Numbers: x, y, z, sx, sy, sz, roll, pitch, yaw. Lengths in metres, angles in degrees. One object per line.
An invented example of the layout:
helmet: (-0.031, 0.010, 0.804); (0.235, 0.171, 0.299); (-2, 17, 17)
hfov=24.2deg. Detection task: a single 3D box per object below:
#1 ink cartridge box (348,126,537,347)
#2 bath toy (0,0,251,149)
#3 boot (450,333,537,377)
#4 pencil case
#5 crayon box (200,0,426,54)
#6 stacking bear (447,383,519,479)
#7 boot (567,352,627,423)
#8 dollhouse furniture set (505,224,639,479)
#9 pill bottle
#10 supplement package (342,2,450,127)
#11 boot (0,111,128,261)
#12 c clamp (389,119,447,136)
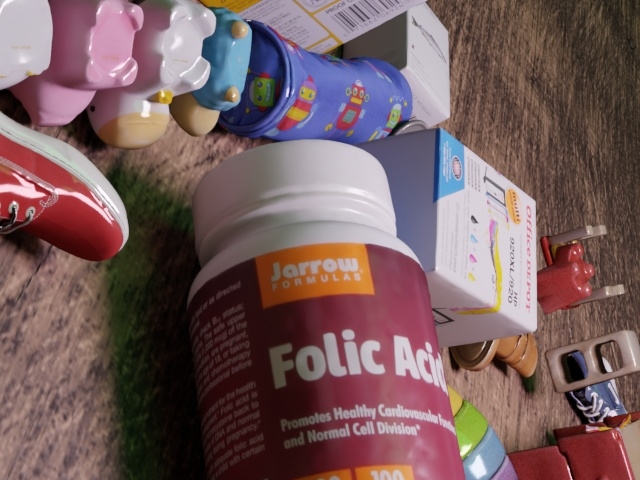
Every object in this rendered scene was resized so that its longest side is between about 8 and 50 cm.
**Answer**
ink cartridge box: (0.120, 0.005, 1.681); (0.233, 0.168, 0.171); (31, 56, -50)
bath toy: (-0.212, -0.161, 1.294); (0.348, 0.129, 0.151); (3, 102, -56)
boot: (0.234, 0.131, 1.936); (0.152, 0.073, 0.197); (56, 32, -32)
pencil case: (-0.016, -0.165, 1.666); (0.306, 0.133, 0.119); (5, 107, -60)
crayon box: (-0.052, -0.332, 1.637); (0.323, 0.203, 0.083); (35, 39, -46)
stacking bear: (0.087, 0.200, 1.514); (0.289, 0.175, 0.164); (53, 1, -3)
boot: (0.401, 0.249, 2.160); (0.086, 0.069, 0.190); (14, 48, -49)
dollhouse furniture set: (0.320, 0.176, 1.927); (0.201, 0.152, 0.374); (-1, 74, -62)
pill bottle: (-0.001, 0.123, 1.328); (0.224, 0.224, 0.392); (29, 44, -51)
supplement package: (0.099, -0.229, 1.941); (0.105, 0.105, 0.179); (45, 33, -35)
boot: (-0.255, -0.014, 1.134); (0.244, 0.088, 0.176); (37, 38, -32)
c clamp: (0.094, -0.082, 1.786); (0.022, 0.161, 0.137); (45, -4, 28)
